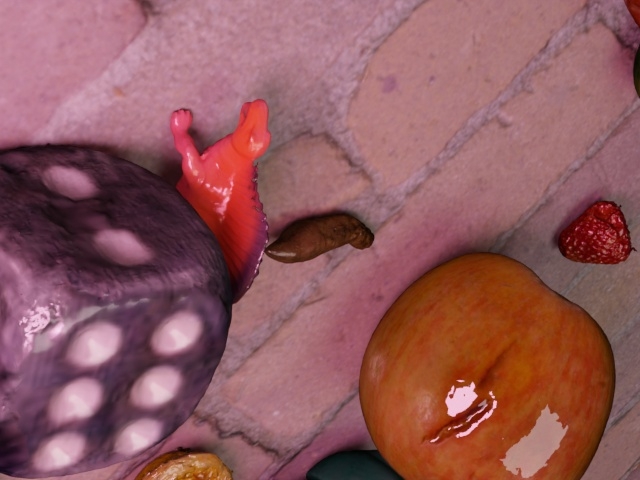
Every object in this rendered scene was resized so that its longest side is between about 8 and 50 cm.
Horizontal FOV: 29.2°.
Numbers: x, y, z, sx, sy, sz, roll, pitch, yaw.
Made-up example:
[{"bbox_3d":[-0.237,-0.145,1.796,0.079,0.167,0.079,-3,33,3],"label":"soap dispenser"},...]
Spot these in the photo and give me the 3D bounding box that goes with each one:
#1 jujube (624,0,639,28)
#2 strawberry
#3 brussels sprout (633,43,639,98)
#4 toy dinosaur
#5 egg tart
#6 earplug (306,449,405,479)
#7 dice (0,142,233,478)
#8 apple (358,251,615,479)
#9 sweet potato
[{"bbox_3d":[0.404,-0.295,1.085,0.318,0.223,0.223,-46,143,-13],"label":"jujube"},{"bbox_3d":[0.308,-0.002,1.374,0.083,0.073,0.073,-24,140,0],"label":"strawberry"},{"bbox_3d":[0.387,-0.182,1.238,0.155,0.117,0.155,-11,120,-19],"label":"brussels sprout"},{"bbox_3d":[-0.094,0.021,0.978,0.070,0.139,0.286,4,122,-42],"label":"toy dinosaur"},{"bbox_3d":[-0.143,0.251,1.214,0.130,0.052,0.130,-22,136,-24],"label":"egg tart"},{"bbox_3d":[-0.021,0.310,1.306,0.280,0.164,0.257,-44,128,-23],"label":"earplug"},{"bbox_3d":[-0.186,0.049,0.891,0.181,0.183,0.182,-7,131,-39],"label":"dice"},{"bbox_3d":[0.174,0.136,1.234,0.264,0.264,0.264,-24,137,-24],"label":"apple"},{"bbox_3d":[0.005,-0.004,1.127,0.153,0.038,0.041,-7,151,-48],"label":"sweet potato"}]
